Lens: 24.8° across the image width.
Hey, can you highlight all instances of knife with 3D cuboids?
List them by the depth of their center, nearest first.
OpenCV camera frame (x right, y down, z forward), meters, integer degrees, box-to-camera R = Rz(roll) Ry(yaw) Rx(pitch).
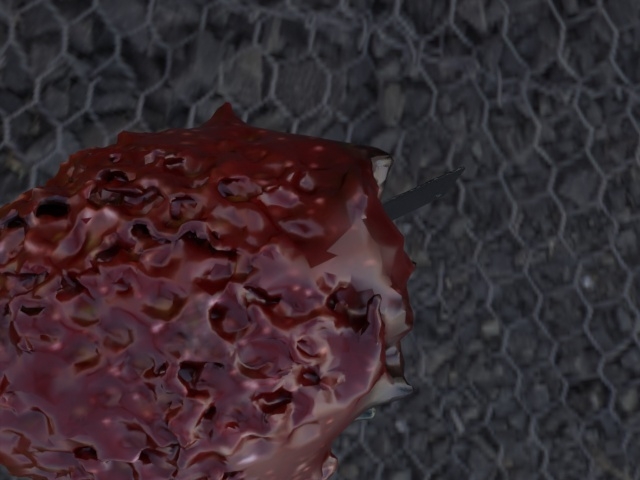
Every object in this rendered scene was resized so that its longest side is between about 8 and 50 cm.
[{"bbox_3d":[0.000,0.000,1.067,0.245,0.072,0.019,-26,77,-20],"label":"knife"}]

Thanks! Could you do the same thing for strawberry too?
[{"bbox_3d":[-0.067,0.040,0.596,0.202,0.187,0.184,-5,102,-26],"label":"strawberry"}]
